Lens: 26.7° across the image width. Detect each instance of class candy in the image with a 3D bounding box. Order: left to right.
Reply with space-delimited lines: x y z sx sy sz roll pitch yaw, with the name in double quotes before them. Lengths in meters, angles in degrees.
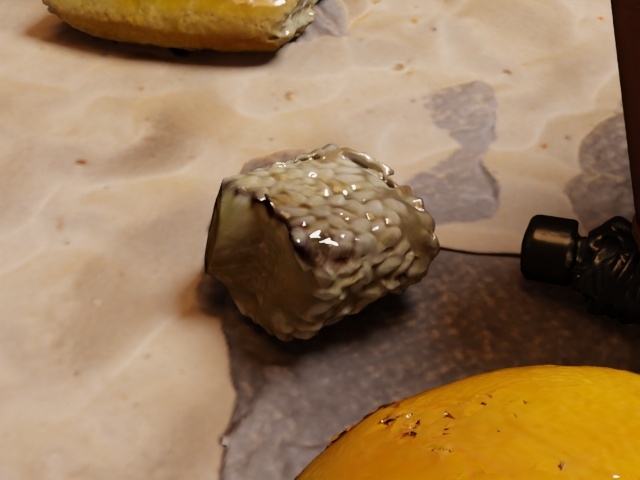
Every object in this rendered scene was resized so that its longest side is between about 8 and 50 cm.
"candy" 0.000 0.000 0.692 0.110 0.085 0.095 -27 62 -34

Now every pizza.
"pizza" -0.063 -0.231 0.930 0.189 0.071 0.297 14 44 9

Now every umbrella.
"umbrella" 0.212 0.032 0.694 0.224 0.080 0.071 14 81 15

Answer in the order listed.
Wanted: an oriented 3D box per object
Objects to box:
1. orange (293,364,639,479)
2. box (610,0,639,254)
"orange" 0.079 0.157 0.431 0.240 0.240 0.240 3 44 -3
"box" 0.312 -0.128 0.593 0.339 0.229 0.239 -29 33 -16
